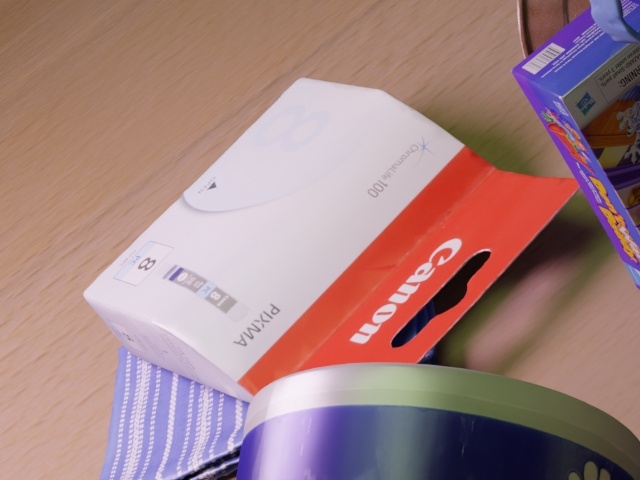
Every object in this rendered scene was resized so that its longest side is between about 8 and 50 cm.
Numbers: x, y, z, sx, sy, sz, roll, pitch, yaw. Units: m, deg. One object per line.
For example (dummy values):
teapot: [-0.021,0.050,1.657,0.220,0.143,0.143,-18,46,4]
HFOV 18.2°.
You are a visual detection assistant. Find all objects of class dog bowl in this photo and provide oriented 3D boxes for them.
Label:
dog bowl: [0.075,0.175,1.295,0.265,0.265,0.104,-10,59,36]

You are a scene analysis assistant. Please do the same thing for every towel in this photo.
towel: [-0.048,0.103,1.751,0.336,0.040,0.243,-25,31,17]

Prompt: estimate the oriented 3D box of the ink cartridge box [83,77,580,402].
ink cartridge box: [0.000,0.000,1.737,0.308,0.091,0.385,-45,27,-19]

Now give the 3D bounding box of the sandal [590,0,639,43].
sandal: [0.232,-0.241,1.427,0.138,0.126,0.317,-31,29,13]

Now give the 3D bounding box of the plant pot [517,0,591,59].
plant pot: [0.282,-0.204,1.757,0.165,0.167,0.167,-4,42,30]

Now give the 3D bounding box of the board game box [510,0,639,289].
board game box: [0.344,-0.138,1.518,0.347,0.233,0.078,-39,31,-7]
